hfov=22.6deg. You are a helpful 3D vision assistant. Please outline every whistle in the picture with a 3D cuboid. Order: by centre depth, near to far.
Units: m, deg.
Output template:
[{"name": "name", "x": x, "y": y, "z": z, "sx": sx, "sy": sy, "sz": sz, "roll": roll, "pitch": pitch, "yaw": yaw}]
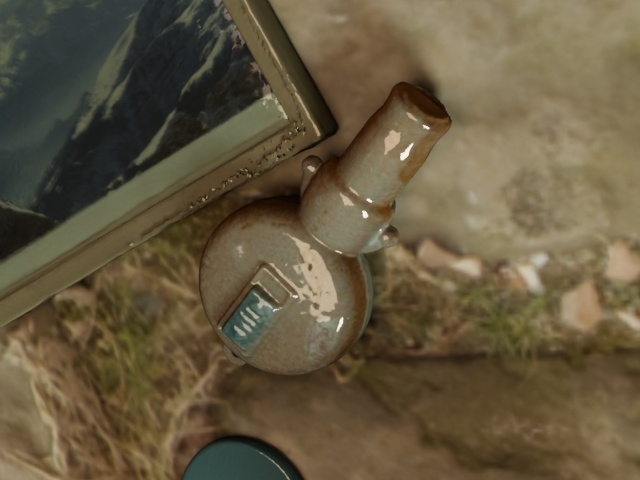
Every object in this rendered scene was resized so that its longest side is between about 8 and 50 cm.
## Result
[{"name": "whistle", "x": 0.000, "y": 0.000, "z": 0.920, "sx": 0.107, "sy": 0.057, "sz": 0.220, "roll": 44, "pitch": 121, "yaw": 9}]

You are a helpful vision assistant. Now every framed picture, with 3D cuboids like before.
[{"name": "framed picture", "x": -0.174, "y": -0.101, "z": 1.001, "sx": 0.335, "sy": 0.022, "sz": 0.247, "roll": -28, "pitch": 93, "yaw": 34}]

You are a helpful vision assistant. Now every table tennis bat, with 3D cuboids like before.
[{"name": "table tennis bat", "x": -0.050, "y": 0.199, "z": 1.042, "sx": 0.100, "sy": 0.019, "sz": 0.155, "roll": 13, "pitch": 111, "yaw": 25}]
